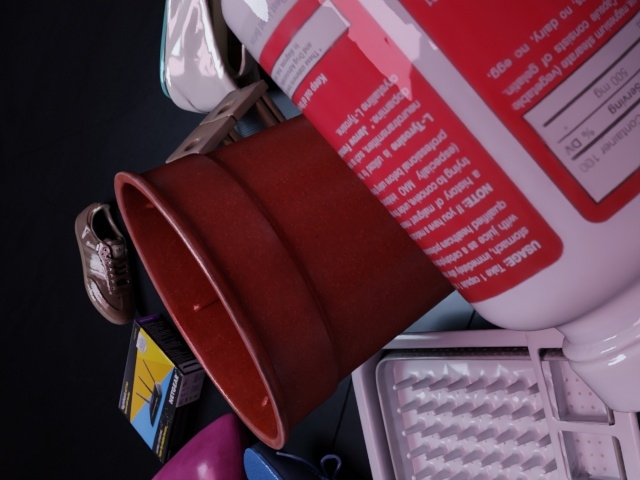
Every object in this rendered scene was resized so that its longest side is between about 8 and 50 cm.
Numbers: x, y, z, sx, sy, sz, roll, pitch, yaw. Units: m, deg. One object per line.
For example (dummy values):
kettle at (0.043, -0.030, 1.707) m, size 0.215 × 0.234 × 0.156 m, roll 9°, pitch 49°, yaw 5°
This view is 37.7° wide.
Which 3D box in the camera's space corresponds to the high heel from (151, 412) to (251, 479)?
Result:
high heel at (-0.203, 0.346, 1.363) m, size 0.377 × 0.127 × 0.181 m, roll -14°, pitch 69°, yaw 50°

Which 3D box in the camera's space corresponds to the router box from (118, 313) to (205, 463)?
router box at (-0.236, 0.219, 1.383) m, size 0.133 × 0.046 × 0.179 m, roll 41°, pitch 129°, yaw 34°

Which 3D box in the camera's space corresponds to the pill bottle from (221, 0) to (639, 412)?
pill bottle at (0.140, -0.088, 0.665) m, size 0.408 × 0.229 × 0.229 m, roll 49°, pitch 137°, yaw -1°

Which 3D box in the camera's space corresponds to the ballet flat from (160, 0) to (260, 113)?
ballet flat at (-0.111, -0.335, 1.037) m, size 0.139 × 0.139 × 0.400 m, roll 24°, pitch 122°, yaw 43°

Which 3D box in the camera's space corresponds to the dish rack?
dish rack at (0.180, 0.215, 0.891) m, size 0.332 × 0.072 × 0.286 m, roll -9°, pitch 95°, yaw 49°

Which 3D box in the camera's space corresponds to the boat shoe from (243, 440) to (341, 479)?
boat shoe at (0.014, 0.328, 1.106) m, size 0.258 × 0.089 × 0.109 m, roll 42°, pitch 142°, yaw 27°

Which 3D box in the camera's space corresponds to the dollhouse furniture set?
dollhouse furniture set at (-0.117, -0.073, 1.061) m, size 0.183 × 0.129 × 0.129 m, roll -8°, pitch 127°, yaw 49°

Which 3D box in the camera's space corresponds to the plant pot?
plant pot at (0.000, 0.000, 0.843) m, size 0.272 × 0.265 × 0.272 m, roll 50°, pitch 159°, yaw 27°

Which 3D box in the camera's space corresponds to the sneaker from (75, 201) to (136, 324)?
sneaker at (-0.319, 0.033, 1.407) m, size 0.071 × 0.066 × 0.188 m, roll -34°, pitch 76°, yaw 47°
